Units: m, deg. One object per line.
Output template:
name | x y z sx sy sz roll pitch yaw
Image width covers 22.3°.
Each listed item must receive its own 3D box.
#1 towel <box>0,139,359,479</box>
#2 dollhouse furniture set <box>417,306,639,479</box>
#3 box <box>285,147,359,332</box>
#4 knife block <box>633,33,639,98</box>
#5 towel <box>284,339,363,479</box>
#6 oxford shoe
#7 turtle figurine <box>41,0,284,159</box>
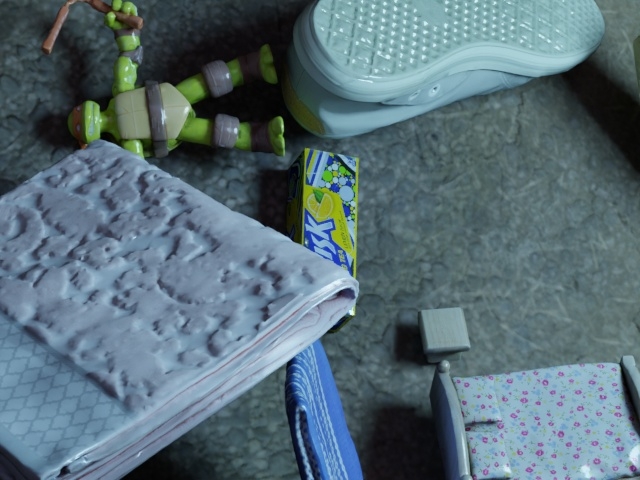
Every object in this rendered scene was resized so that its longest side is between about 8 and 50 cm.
towel | -0.191 0.050 1.294 0.317 0.053 0.332 -34 45 -30
dollhouse furniture set | 0.268 0.159 1.445 0.303 0.174 0.355 -5 51 -7
box | 0.000 0.000 1.572 0.059 0.054 0.169 9 65 -17
knife block | 0.453 -0.094 1.664 0.088 0.242 0.276 -36 127 -29
towel | 0.020 0.205 1.268 0.040 0.336 0.243 -16 96 1
oxford shoe | 0.124 -0.205 1.673 0.449 0.130 0.169 -20 70 -41
turtle figurine | -0.146 -0.107 1.542 0.217 0.087 0.269 -6 72 -5
